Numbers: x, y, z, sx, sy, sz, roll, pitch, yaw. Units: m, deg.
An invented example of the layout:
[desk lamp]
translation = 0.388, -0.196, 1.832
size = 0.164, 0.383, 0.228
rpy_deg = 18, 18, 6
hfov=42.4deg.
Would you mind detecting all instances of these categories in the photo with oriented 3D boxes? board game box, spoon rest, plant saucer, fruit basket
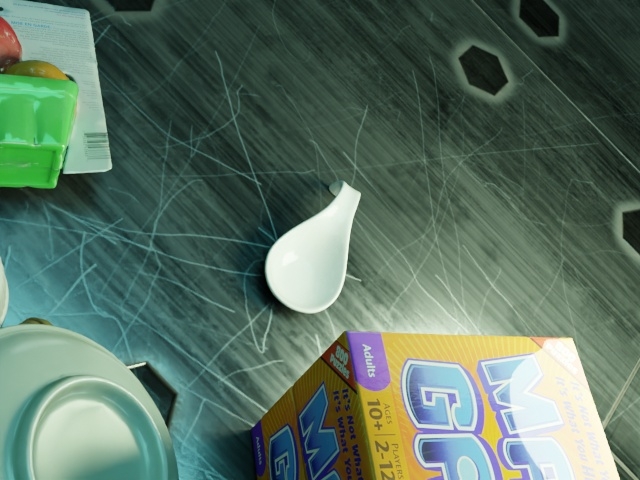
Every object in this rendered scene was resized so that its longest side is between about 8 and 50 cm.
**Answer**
[board game box]
translation = 0.146, 0.359, 1.107
size = 0.356, 0.356, 0.356
rpy_deg = 5, 57, -24
[spoon rest]
translation = 0.000, 0.000, 1.397
size = 0.137, 0.084, 0.276
rpy_deg = 33, 56, -9
[plant saucer]
translation = -0.294, 0.278, 0.994
size = 0.400, 0.100, 0.400
rpy_deg = 37, 39, -38
[fruit basket]
translation = -0.501, -0.240, 1.250
size = 0.327, 0.165, 0.353
rpy_deg = 0, 51, -27

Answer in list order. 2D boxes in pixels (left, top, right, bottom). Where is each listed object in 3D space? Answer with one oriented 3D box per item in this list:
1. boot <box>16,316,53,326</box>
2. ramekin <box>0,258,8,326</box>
[boot]
translation = -0.442, 0.187, 1.005
size = 0.269, 0.089, 0.236
rpy_deg = 26, 49, -55
[ramekin]
translation = -0.521, 0.061, 1.097
size = 0.207, 0.109, 0.207
rpy_deg = 11, 62, -21
